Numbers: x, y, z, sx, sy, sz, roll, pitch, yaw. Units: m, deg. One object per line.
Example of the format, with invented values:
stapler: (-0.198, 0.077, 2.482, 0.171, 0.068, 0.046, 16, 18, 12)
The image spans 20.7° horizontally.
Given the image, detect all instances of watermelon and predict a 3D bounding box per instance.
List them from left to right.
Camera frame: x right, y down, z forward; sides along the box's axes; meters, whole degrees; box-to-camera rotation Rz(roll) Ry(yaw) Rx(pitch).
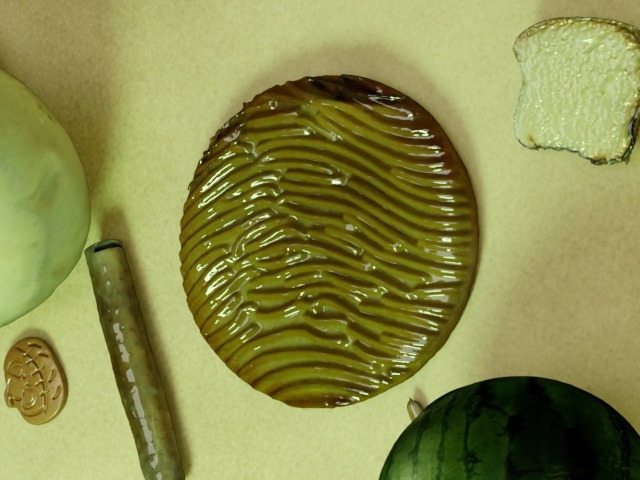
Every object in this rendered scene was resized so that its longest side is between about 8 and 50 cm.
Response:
watermelon: (0.160, 0.230, 1.426, 0.242, 0.242, 0.242, -3, 84, 29)

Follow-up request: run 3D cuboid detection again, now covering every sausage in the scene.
sausage: (0.099, 0.188, 1.588, 0.015, 0.015, 0.100, -29, 73, 24)

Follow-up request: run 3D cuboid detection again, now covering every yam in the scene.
yam: (-0.184, 0.124, 1.733, 0.046, 0.046, 0.264, -23, 74, 25)

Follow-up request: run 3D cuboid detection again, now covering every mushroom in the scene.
mushroom: (-0.401, -0.071, 1.725, 0.315, 0.315, 0.356, -36, 82, 22)

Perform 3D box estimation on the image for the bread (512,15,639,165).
bread: (0.229, -0.132, 1.531, 0.129, 0.044, 0.126, 11, 98, 26)

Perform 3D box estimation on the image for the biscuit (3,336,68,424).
biscuit: (-0.299, 0.147, 1.812, 0.078, 0.015, 0.091, -38, 69, 21)

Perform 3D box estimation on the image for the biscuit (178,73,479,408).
biscuit: (0.000, 0.000, 1.646, 0.318, 0.040, 0.318, -2, 85, 29)
